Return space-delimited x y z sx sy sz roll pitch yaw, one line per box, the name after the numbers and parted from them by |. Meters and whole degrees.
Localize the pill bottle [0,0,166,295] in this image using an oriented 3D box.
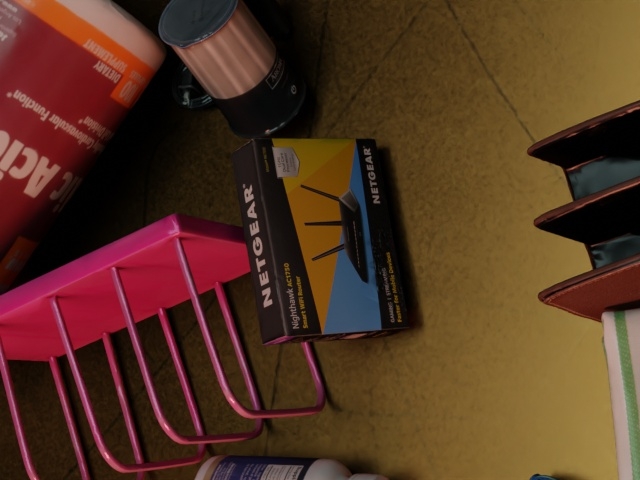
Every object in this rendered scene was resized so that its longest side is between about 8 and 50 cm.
-0.341 -0.084 1.646 0.224 0.224 0.392 34 90 26 | pill bottle

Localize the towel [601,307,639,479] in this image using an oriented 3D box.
0.388 0.147 1.335 0.325 0.038 0.248 -8 74 12 | towel

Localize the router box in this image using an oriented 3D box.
0.000 0.000 1.545 0.046 0.133 0.179 -27 70 54 | router box

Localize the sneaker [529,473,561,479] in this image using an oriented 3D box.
0.222 0.245 1.428 0.240 0.091 0.126 -13 71 20 | sneaker

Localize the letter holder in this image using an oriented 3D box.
0.313 -0.054 1.347 0.302 0.214 0.152 -20 75 24 | letter holder

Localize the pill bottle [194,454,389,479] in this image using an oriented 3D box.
-0.023 0.240 1.550 0.169 0.094 0.094 -1 83 26 | pill bottle

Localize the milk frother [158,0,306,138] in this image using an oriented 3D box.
-0.105 -0.174 1.618 0.143 0.135 0.129 -16 46 22 | milk frother

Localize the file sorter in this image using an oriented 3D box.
-0.172 0.122 1.580 0.291 0.202 0.182 -24 75 22 | file sorter
